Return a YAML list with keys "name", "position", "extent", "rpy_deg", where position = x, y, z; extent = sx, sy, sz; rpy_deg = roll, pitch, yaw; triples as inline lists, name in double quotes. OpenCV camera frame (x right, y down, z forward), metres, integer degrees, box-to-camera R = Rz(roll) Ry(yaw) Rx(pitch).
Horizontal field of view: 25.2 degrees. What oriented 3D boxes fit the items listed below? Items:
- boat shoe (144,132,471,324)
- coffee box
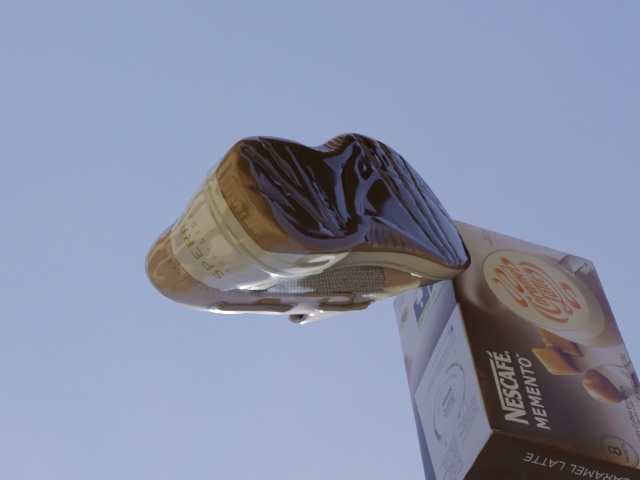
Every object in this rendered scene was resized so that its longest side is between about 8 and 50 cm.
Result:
- name: "boat shoe"
  position: [0.000, 0.000, 0.918]
  extent: [0.098, 0.302, 0.109]
  rpy_deg: [-39, -107, 23]
- name: "coffee box"
  position: [0.143, 0.104, 1.024]
  extent: [0.141, 0.098, 0.246]
  rpy_deg: [16, -148, -14]
